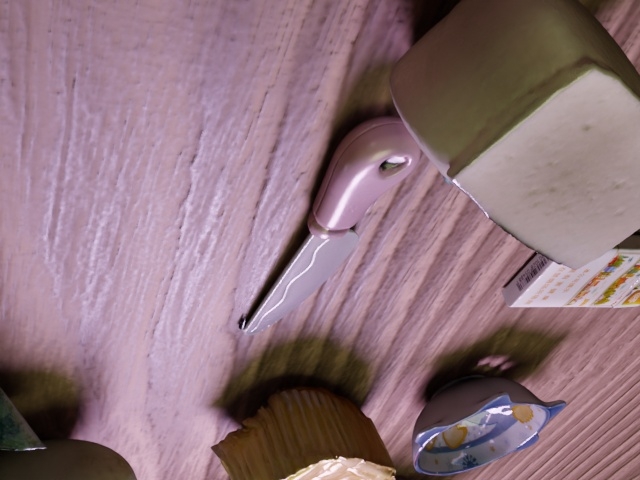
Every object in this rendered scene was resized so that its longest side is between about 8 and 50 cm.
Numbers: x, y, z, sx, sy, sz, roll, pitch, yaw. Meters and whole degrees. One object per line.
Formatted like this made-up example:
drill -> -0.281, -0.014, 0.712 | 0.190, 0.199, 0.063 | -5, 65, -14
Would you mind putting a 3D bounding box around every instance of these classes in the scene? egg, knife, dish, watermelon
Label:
egg -> -0.321, 0.334, 0.942 | 0.295, 0.218, 0.218 | -42, 142, 11
knife -> 0.003, -0.001, 0.818 | 0.081, 0.043, 0.336 | -6, 150, -30
dish -> 0.224, 0.243, 1.207 | 0.228, 0.086, 0.236 | -30, 144, 12
watermelon -> -0.354, 0.161, 0.821 | 0.180, 0.081, 0.094 | 23, 145, -26

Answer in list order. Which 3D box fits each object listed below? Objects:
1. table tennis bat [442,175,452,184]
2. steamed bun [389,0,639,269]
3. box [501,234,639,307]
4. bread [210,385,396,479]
table tennis bat -> 0.210, -0.059, 0.832 | 0.237, 0.038, 0.149 | 4, 141, -38
steamed bun -> 0.161, -0.098, 0.636 | 0.146, 0.164, 0.242 | -39, 140, 22
box -> 0.340, 0.039, 1.032 | 0.220, 0.032, 0.122 | 1, 140, -29
bread -> -0.016, 0.280, 1.093 | 0.179, 0.133, 0.250 | -33, 145, 16
